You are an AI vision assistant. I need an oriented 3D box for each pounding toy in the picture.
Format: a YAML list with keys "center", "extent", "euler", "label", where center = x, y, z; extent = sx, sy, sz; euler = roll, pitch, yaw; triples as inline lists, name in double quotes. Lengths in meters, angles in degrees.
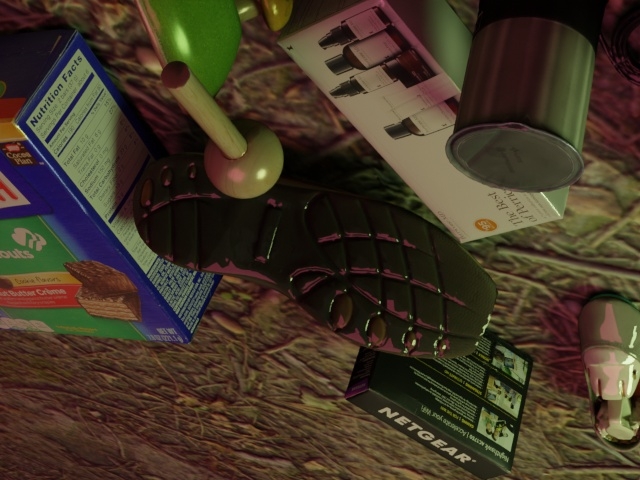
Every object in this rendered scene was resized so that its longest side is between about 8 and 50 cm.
- center: [-0.063, -0.164, 0.641]
  extent: [0.110, 0.236, 0.183]
  euler: [-22, 157, -3]
  label: "pounding toy"

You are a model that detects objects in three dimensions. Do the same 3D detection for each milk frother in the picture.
- center: [0.166, -0.097, 0.626]
  extent: [0.143, 0.134, 0.129]
  euler: [3, 157, 28]
  label: "milk frother"

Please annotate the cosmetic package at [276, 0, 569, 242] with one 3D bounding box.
- center: [0.084, -0.097, 0.742]
  extent: [0.099, 0.060, 0.239]
  euler: [-14, 133, 42]
  label: "cosmetic package"

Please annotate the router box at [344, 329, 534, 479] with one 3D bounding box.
- center: [0.121, 0.136, 0.986]
  extent: [0.179, 0.133, 0.046]
  euler: [33, 144, -17]
  label: "router box"

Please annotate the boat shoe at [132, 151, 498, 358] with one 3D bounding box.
- center: [0.000, 0.000, 0.884]
  extent: [0.324, 0.122, 0.120]
  euler: [23, -169, 6]
  label: "boat shoe"

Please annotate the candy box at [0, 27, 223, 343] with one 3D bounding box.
- center: [-0.279, -0.039, 0.961]
  extent: [0.268, 0.122, 0.317]
  euler: [1, 141, 28]
  label: "candy box"

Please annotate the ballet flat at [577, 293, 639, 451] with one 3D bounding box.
- center: [0.287, 0.137, 0.958]
  extent: [0.072, 0.068, 0.213]
  euler: [3, 142, 25]
  label: "ballet flat"
